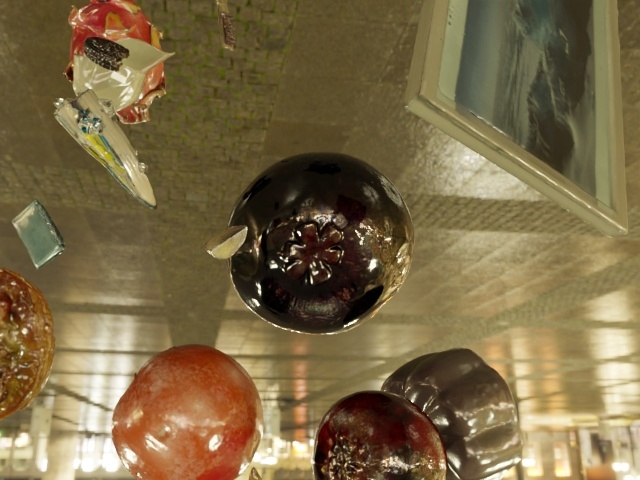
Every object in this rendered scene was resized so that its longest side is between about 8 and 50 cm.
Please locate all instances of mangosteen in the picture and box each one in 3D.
[{"bbox_3d":[0.000,0.000,1.375,0.381,0.382,0.435,-1,-173,3],"label":"mangosteen"},{"bbox_3d":[0.112,0.372,1.111,0.235,0.236,0.261,-12,159,36],"label":"mangosteen"}]

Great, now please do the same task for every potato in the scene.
[{"bbox_3d":[-0.167,0.008,1.156,0.037,0.036,0.093,8,-148,37],"label":"potato"}]

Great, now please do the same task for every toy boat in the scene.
[{"bbox_3d":[-0.300,-0.128,0.963,0.066,0.084,0.210,-24,116,17],"label":"toy boat"}]

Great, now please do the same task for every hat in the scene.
[{"bbox_3d":[-0.385,-0.325,1.337,0.173,0.144,0.166,9,-177,32],"label":"hat"}]

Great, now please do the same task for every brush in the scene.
[{"bbox_3d":[-0.283,-0.684,1.952,0.036,0.248,0.043,-18,165,41],"label":"brush"}]

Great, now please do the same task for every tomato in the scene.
[{"bbox_3d":[-0.226,0.325,1.168,0.264,0.265,0.265,0,163,0],"label":"tomato"}]

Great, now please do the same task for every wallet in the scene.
[{"bbox_3d":[-0.601,-0.015,1.416,0.088,0.129,0.026,-35,170,17],"label":"wallet"}]

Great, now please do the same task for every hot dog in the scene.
[{"bbox_3d":[-0.457,0.148,0.910,0.160,0.227,0.099,-6,-172,-42],"label":"hot dog"}]

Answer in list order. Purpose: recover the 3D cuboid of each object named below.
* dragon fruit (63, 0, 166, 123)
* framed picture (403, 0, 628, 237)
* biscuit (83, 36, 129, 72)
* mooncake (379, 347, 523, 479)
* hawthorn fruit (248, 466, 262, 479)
[{"bbox_3d":[-0.510,-0.451,1.649,0.250,0.315,0.250,13,-157,-6],"label":"dragon fruit"},{"bbox_3d":[0.262,-0.257,0.813,0.326,0.446,0.028,26,148,-24],"label":"framed picture"},{"bbox_3d":[-0.353,-0.311,1.102,0.087,0.089,0.027,-11,137,-53],"label":"biscuit"},{"bbox_3d":[0.235,0.365,1.290,0.154,0.306,0.306,-13,173,-36],"label":"mooncake"},{"bbox_3d":[-0.059,0.351,0.631,0.276,0.298,0.277,-1,-172,0],"label":"hawthorn fruit"}]
